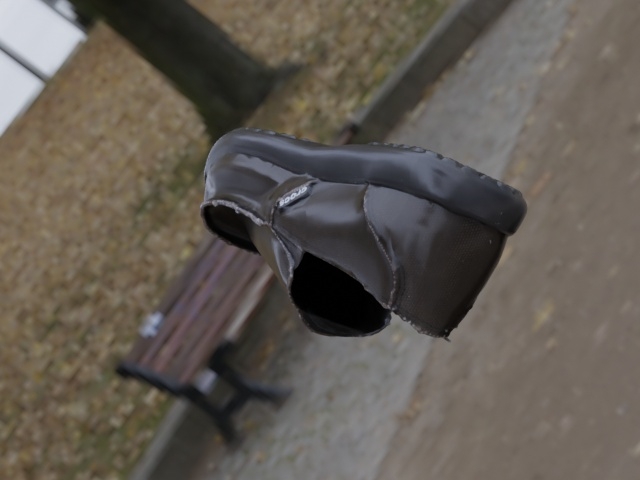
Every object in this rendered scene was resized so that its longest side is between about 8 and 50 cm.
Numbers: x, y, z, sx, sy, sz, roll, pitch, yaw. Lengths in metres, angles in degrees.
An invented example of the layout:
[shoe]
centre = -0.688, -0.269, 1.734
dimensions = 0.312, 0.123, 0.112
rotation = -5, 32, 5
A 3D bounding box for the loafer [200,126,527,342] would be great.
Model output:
[loafer]
centre = 0.000, 0.000, 0.737
dimensions = 0.220, 0.080, 0.078
rotation = 5, 73, 64
